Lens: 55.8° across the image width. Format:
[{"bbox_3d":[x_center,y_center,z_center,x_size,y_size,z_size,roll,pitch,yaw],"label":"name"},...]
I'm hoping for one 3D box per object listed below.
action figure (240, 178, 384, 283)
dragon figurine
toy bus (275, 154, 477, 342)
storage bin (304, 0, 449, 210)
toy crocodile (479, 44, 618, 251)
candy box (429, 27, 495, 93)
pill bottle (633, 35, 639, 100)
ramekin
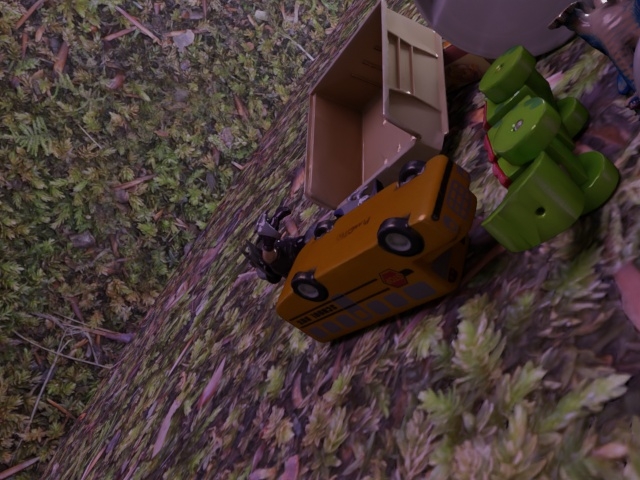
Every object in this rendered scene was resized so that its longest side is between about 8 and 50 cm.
[{"bbox_3d":[0.000,0.000,0.952,0.285,0.185,0.099,-26,61,29],"label":"action figure"},{"bbox_3d":[0.324,-0.210,0.630,0.085,0.144,0.289,-43,2,35],"label":"dragon figurine"},{"bbox_3d":[0.067,0.026,0.767,0.333,0.130,0.108,-32,27,48],"label":"toy bus"},{"bbox_3d":[0.085,-0.210,1.035,0.262,0.123,0.260,-40,41,52],"label":"storage bin"},{"bbox_3d":[0.224,-0.112,0.654,0.105,0.115,0.340,-43,21,33],"label":"toy crocodile"},{"bbox_3d":[0.293,-0.417,1.082,0.316,0.088,0.183,-60,19,-16],"label":"candy box"},{"bbox_3d":[0.362,-0.184,0.258,0.407,0.229,0.229,-52,18,6],"label":"pill bottle"},{"bbox_3d":[0.264,-0.402,0.842,0.273,0.273,0.127,-27,26,54],"label":"ramekin"}]
